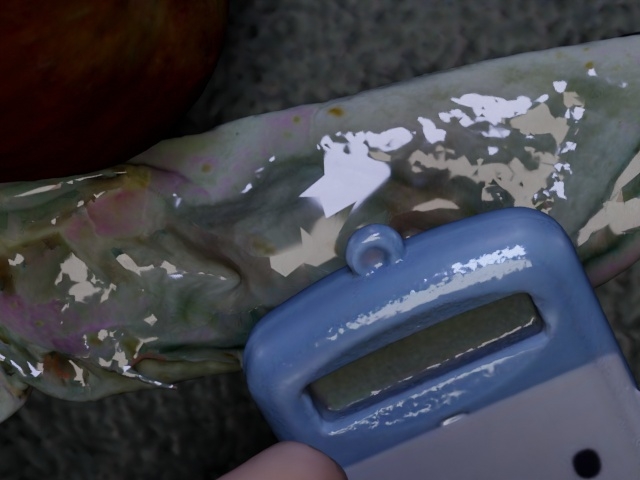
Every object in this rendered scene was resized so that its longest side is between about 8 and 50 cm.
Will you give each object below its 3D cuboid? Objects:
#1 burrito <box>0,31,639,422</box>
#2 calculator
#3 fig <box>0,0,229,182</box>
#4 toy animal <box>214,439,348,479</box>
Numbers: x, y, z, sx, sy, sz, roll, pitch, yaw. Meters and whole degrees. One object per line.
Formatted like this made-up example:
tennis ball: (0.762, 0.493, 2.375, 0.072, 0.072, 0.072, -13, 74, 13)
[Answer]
burrito: (-0.001, -0.003, 0.583, 0.309, 0.066, 0.096, -15, 91, 3)
calculator: (0.058, 0.079, 0.565, 0.121, 0.039, 0.210, -24, 117, 7)
fig: (-0.152, -0.101, 0.569, 0.290, 0.190, 0.191, -12, 94, 42)
toy animal: (-0.035, 0.203, 0.481, 0.237, 0.326, 0.269, 34, 78, 16)
